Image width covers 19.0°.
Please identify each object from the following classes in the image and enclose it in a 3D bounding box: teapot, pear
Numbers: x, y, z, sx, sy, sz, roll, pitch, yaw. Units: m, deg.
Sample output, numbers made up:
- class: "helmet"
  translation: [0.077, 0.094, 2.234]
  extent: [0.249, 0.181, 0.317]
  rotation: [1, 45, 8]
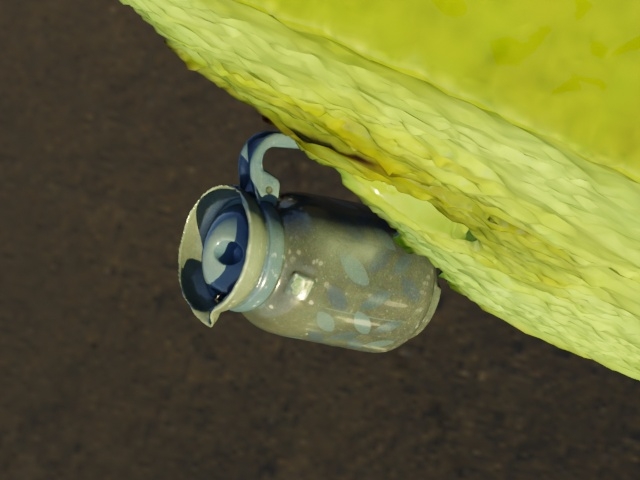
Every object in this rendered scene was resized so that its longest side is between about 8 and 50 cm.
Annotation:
- class: "teapot"
  translation: [0.001, 0.003, 0.631]
  extent: [0.063, 0.083, 0.049]
  rotation: [-58, 40, 26]
- class: "pear"
  translation: [0.107, -0.050, 0.423]
  extent: [0.292, 0.292, 0.159]
  rotation: [24, 82, 53]
